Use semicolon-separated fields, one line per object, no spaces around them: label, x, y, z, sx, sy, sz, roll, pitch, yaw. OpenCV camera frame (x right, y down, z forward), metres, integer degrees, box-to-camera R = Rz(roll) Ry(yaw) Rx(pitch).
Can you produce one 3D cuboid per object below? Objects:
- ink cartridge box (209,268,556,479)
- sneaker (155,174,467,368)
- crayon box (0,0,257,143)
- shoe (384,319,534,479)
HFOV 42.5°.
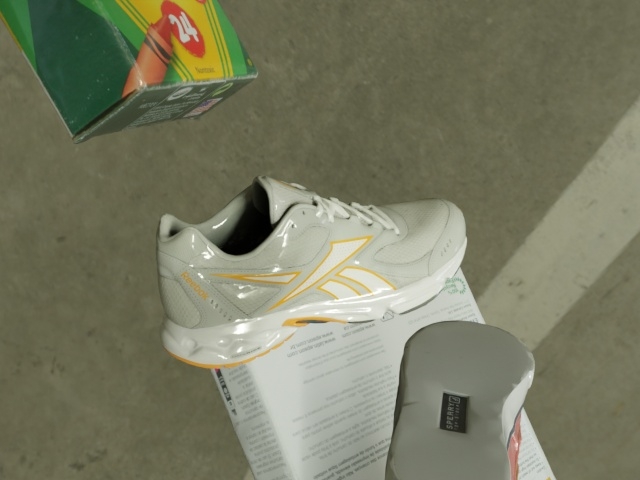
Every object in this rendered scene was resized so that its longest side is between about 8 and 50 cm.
ink cartridge box;0.081;0.194;0.788;0.324;0.330;0.071;-12;166;-45
sneaker;0.000;0.000;0.620;0.262;0.099;0.121;-19;121;-23
crayon box;-0.194;-0.244;0.651;0.081;0.202;0.319;-30;93;23
shoe;0.059;0.103;0.378;0.063;0.178;0.081;10;110;12
